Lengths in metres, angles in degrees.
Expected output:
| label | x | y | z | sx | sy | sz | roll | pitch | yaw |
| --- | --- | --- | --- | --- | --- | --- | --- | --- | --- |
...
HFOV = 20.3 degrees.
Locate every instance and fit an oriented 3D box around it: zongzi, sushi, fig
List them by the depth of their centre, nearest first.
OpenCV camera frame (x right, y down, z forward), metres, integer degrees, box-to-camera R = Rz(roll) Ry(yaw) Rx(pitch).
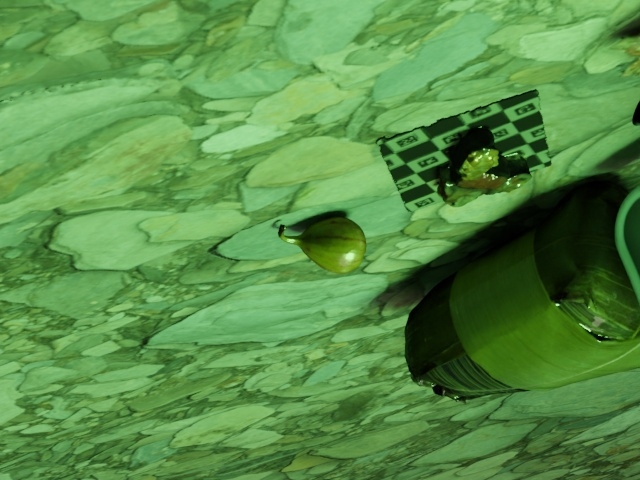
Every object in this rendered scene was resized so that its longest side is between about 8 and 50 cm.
| label | x | y | z | sx | sy | sz | roll | pitch | yaw |
| --- | --- | --- | --- | --- | --- | --- | --- | --- | --- |
| sushi | 0.129 | -0.060 | 1.504 | 0.139 | 0.031 | 0.201 | -18 | 161 | 6 |
| fig | 0.000 | 0.000 | 1.555 | 0.083 | 0.050 | 0.050 | 12 | 151 | -22 |
| zongzi | 0.279 | 0.092 | 1.789 | 0.317 | 0.154 | 0.289 | 21 | 146 | -30 |

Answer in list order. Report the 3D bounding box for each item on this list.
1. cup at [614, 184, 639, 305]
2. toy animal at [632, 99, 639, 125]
| label | x | y | z | sx | sy | sz | roll | pitch | yaw |
| --- | --- | --- | --- | --- | --- | --- | --- | --- | --- |
| cup | 0.410 | -0.002 | 1.469 | 0.331 | 0.311 | 0.257 | -21 | 161 | 13 |
| toy animal | 0.325 | -0.145 | 1.295 | 0.179 | 0.116 | 0.218 | -4 | 151 | -31 |
